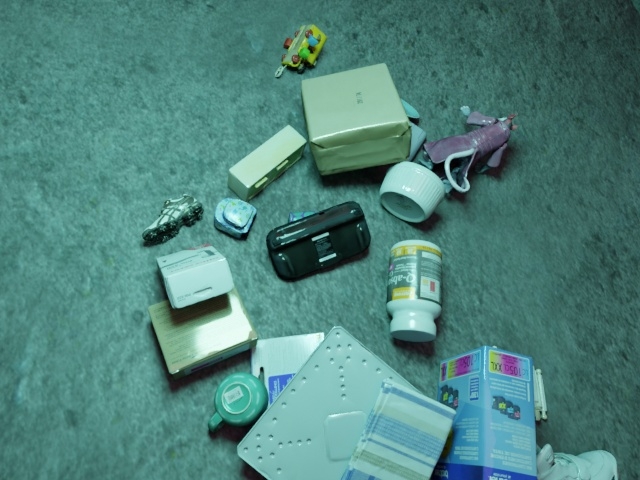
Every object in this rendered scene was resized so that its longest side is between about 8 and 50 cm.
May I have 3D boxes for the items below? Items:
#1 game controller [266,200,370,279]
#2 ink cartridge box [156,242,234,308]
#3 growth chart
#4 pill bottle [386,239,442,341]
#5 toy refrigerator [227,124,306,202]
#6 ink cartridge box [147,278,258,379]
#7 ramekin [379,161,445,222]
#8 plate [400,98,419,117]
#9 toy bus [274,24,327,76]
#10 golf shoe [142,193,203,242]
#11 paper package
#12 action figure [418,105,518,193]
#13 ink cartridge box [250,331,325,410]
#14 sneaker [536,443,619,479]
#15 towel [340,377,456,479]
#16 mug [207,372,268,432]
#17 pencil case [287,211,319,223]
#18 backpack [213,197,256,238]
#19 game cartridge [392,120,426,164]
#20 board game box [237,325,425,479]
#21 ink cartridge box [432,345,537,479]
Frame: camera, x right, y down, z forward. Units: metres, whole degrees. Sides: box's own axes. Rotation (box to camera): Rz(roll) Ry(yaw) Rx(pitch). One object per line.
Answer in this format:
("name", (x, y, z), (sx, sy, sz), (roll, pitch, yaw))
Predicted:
("game controller", (0.000, 0.000, 1.380), (0.319, 0.067, 0.166), (-21, 108, -13))
("ink cartridge box", (-0.336, 0.087, 1.197), (0.159, 0.218, 0.092), (-18, 109, -21))
("growth chart", (0.599, 0.435, 1.363), (0.237, 0.021, 0.171), (26, 59, -22))
("pill bottle", (0.282, 0.151, 1.365), (0.162, 0.162, 0.278), (12, 64, -9))
("toy refrigerator", (-0.168, -0.245, 1.459), (0.094, 0.102, 0.269), (43, 63, 7))
("ink cartridge box", (-0.310, 0.230, 1.206), (0.235, 0.088, 0.193), (-19, 66, -21))
("ramekin", (0.291, -0.150, 1.484), (0.207, 0.207, 0.109), (32, 72, 1))
("plate", (0.286, -0.505, 1.702), (0.188, 0.024, 0.188), (23, 33, -16))
("toy bus", (-0.061, -0.692, 1.682), (0.104, 0.202, 0.190), (28, 50, -36))
("golf shoe", (-0.444, -0.067, 1.332), (0.094, 0.077, 0.198), (42, 56, 19))
("paper package", (0.106, -0.393, 1.471), (0.310, 0.168, 0.324), (-10, 52, 2))
("action figure", (0.536, -0.344, 1.583), (0.370, 0.276, 0.248), (-33, 95, 3))
("ink cartridge box", (-0.081, 0.362, 1.230), (0.208, 0.045, 0.206), (-6, 67, 0))
("sneaker", (0.647, 0.614, 1.236), (0.366, 0.137, 0.210), (-19, 93, -17))
("towel", (0.190, 0.502, 1.105), (0.209, 0.034, 0.285), (25, 86, -7))
("mug", (-0.205, 0.412, 1.140), (0.130, 0.097, 0.157), (12, 68, 9))
("pencil case", (-0.027, -0.056, 1.431), (0.152, 0.064, 0.070), (-2, 85, -14))
("backpack", (-0.260, -0.075, 1.369), (0.114, 0.084, 0.105), (21, 61, -2))
("game cartridge", (0.226, -0.397, 1.658), (0.294, 0.060, 0.196), (33, 67, 2))
("board game box", (0.063, 0.479, 1.133), (0.390, 0.050, 0.390), (40, 83, -3))
("ink cartridge box", (0.418, 0.503, 1.180), (0.151, 0.270, 0.395), (13, 64, -7))
